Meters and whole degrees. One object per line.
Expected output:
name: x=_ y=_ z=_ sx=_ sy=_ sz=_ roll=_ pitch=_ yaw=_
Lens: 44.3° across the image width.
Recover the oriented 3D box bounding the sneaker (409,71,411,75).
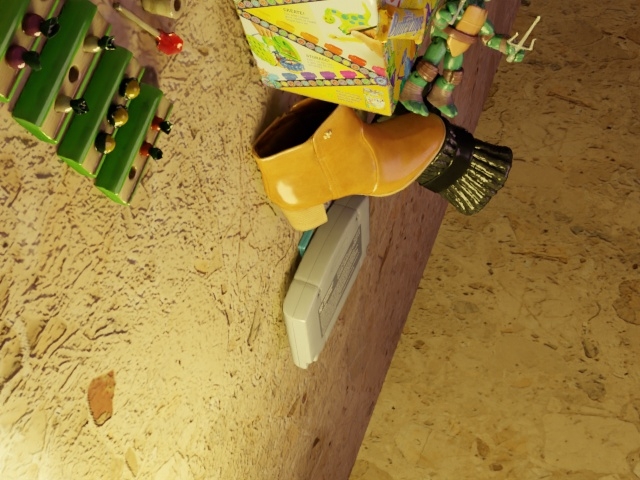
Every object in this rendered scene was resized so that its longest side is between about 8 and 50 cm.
sneaker: x=0.090 y=-0.279 z=1.225 sx=0.297 sy=0.129 sz=0.111 roll=-59 pitch=157 yaw=-45

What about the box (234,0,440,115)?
box: x=0.039 y=-0.353 z=0.892 sx=0.279 sy=0.176 sz=0.290 roll=72 pitch=38 yaw=-63

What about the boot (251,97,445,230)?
boot: x=0.051 y=-0.141 z=1.092 sx=0.295 sy=0.104 sz=0.211 roll=-34 pitch=151 yaw=-9

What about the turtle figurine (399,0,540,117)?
turtle figurine: x=0.202 y=-0.285 z=1.093 sx=0.234 sy=0.175 sz=0.118 roll=-61 pitch=-144 yaw=33

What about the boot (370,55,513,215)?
boot: x=0.220 y=-0.172 z=1.360 sx=0.131 sy=0.260 sz=0.348 roll=-61 pitch=-178 yaw=-10

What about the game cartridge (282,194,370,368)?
game cartridge: x=0.015 y=0.057 z=1.391 sx=0.196 sy=0.060 sz=0.294 roll=90 pitch=22 yaw=-53

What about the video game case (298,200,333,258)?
video game case: x=0.000 y=0.000 z=1.404 sx=0.166 sy=0.015 sz=0.119 roll=75 pitch=35 yaw=-62

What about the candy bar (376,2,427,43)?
candy bar: x=0.088 y=-0.229 z=0.835 sx=0.161 sy=0.018 sz=0.040 roll=-33 pitch=137 yaw=-65

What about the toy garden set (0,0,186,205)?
toy garden set: x=-0.161 y=-0.159 z=0.644 sx=0.244 sy=0.049 sz=0.204 roll=58 pitch=50 yaw=-69
